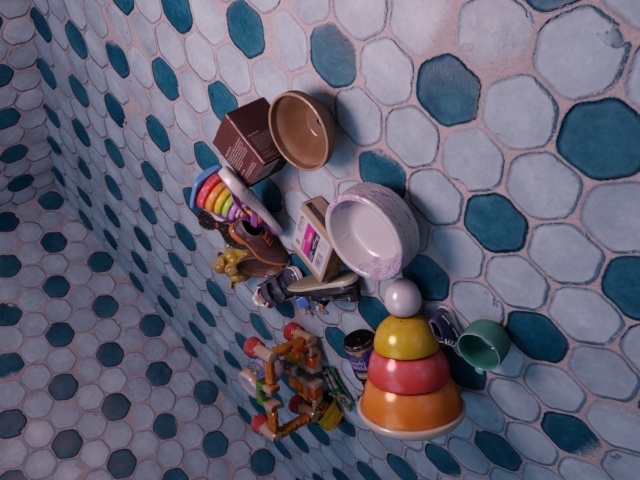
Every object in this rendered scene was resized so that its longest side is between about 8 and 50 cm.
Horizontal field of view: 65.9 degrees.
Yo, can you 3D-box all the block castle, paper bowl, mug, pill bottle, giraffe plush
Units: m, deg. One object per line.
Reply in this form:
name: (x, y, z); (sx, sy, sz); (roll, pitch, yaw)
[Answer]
block castle: (-0.170, 0.608, 2.160); (0.212, 0.302, 0.454); (13, 112, 47)
paper bowl: (0.162, -0.037, 1.445); (0.284, 0.148, 0.284); (30, 139, 30)
mug: (0.469, 0.298, 1.420); (0.129, 0.097, 0.158); (43, 144, 13)
pill bottle: (-0.245, 0.606, 2.343); (0.152, 0.272, 0.152); (29, 139, 29)
pill bottle: (0.174, 0.456, 1.870); (0.122, 0.122, 0.219); (3, 122, 47)
giraffe plush: (-0.377, 0.124, 2.197); (0.210, 0.181, 0.171); (28, 146, 44)

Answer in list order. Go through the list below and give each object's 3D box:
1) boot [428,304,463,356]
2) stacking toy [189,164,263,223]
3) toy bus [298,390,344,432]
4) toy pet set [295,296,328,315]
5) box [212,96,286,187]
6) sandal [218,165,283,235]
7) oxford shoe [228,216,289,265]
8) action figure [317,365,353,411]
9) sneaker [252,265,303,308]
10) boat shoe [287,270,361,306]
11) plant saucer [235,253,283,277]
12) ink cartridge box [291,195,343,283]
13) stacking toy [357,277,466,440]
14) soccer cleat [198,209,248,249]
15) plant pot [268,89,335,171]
boot: (0.392, 0.298, 1.517); (0.069, 0.086, 0.190); (-15, 107, 53)
stacking toy: (-0.358, -0.146, 1.973); (0.301, 0.175, 0.166); (32, 136, 6)
toy bus: (0.003, 0.828, 2.384); (0.220, 0.149, 0.211); (9, 141, 48)
toy pet set: (-0.047, 0.274, 2.018); (0.122, 0.065, 0.114); (-18, 105, 53)
box: (-0.213, -0.319, 1.617); (0.203, 0.167, 0.168); (52, 145, 2)
sandal: (-0.264, -0.123, 1.762); (0.169, 0.102, 0.416); (53, 180, 34)
oxford shoe: (-0.225, 0.007, 1.920); (0.271, 0.097, 0.098); (33, 140, -18)
action figure: (0.078, 0.677, 2.224); (0.232, 0.063, 0.137); (55, 143, -7)
sneaker: (-0.182, 0.208, 2.054); (0.126, 0.127, 0.321); (62, 145, 10)
boat shoe: (0.016, 0.189, 1.821); (0.339, 0.127, 0.113); (-13, 108, 38)
plant saucer: (-0.251, 0.100, 2.049); (0.198, 0.198, 0.036); (135, 141, -55)
ink cartridge box: (0.000, 0.000, 1.684); (0.193, 0.088, 0.235); (49, 146, 26)
stacking toy: (0.279, 0.350, 1.584); (0.350, 0.350, 0.481); (6, 104, 46)
soccer cleat: (-0.380, -0.059, 2.069); (0.318, 0.116, 0.109); (27, 119, 34)
plant pot: (-0.033, -0.333, 1.451); (0.237, 0.109, 0.238); (30, 140, 30)
